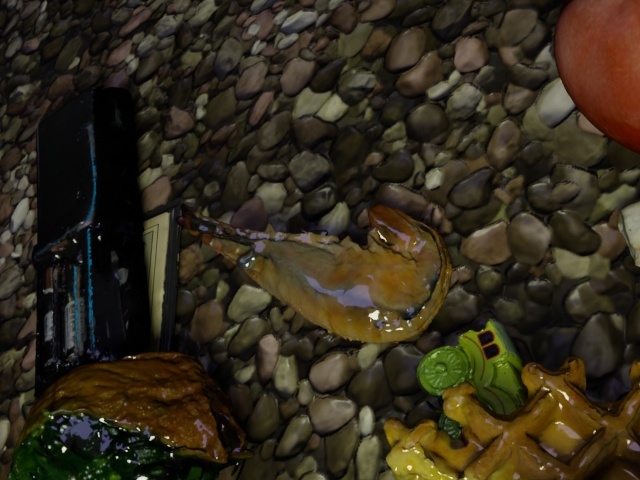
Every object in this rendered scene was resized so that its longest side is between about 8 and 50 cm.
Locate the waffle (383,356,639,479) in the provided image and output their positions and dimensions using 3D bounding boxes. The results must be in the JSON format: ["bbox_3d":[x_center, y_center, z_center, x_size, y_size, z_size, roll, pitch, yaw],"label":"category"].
[{"bbox_3d":[0.176,0.197,0.530,0.260,0.069,0.292,-10,55,7],"label":"waffle"}]

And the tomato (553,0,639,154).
[{"bbox_3d":[0.259,-0.097,0.607,0.228,0.199,0.112,-1,79,66],"label":"tomato"}]

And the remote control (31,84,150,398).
[{"bbox_3d":[-0.251,-0.006,1.012,0.145,0.062,0.398,-31,48,20],"label":"remote control"}]

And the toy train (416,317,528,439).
[{"bbox_3d":[0.131,0.170,0.630,0.085,0.053,0.249,-28,50,15],"label":"toy train"}]

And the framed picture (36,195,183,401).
[{"bbox_3d":[-0.221,0.064,0.997,0.195,0.010,0.199,-21,53,27],"label":"framed picture"}]

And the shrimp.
[{"bbox_3d":[-0.005,0.008,0.828,0.262,0.066,0.117,28,68,30],"label":"shrimp"}]

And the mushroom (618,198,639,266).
[{"bbox_3d":[0.285,-0.017,0.624,0.202,0.054,0.059,-6,62,41],"label":"mushroom"}]

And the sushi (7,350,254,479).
[{"bbox_3d":[-0.188,0.186,0.802,0.287,0.149,0.140,-29,53,14],"label":"sushi"}]
